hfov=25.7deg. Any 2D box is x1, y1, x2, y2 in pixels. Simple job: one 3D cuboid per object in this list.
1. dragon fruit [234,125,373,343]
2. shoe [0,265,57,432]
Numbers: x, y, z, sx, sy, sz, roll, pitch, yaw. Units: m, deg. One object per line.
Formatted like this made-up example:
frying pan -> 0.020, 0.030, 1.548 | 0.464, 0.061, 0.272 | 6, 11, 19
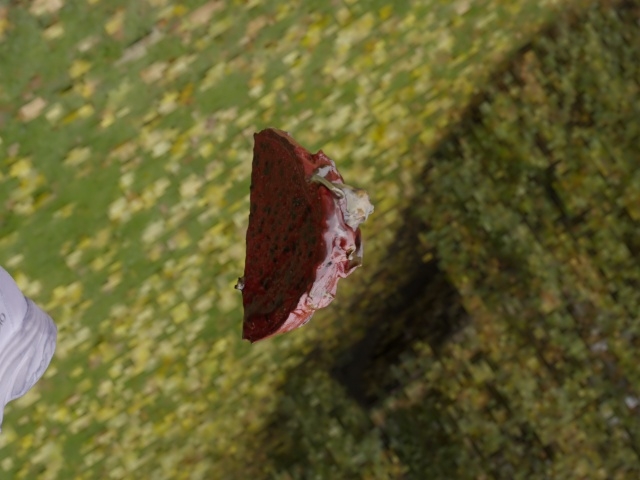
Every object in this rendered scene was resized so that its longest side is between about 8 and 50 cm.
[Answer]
dragon fruit -> 0.000, 0.000, 1.025 | 0.083, 0.162, 0.106 | 11, 173, -33
shoe -> -0.308, 0.105, 1.087 | 0.095, 0.137, 0.245 | -6, -143, 36
